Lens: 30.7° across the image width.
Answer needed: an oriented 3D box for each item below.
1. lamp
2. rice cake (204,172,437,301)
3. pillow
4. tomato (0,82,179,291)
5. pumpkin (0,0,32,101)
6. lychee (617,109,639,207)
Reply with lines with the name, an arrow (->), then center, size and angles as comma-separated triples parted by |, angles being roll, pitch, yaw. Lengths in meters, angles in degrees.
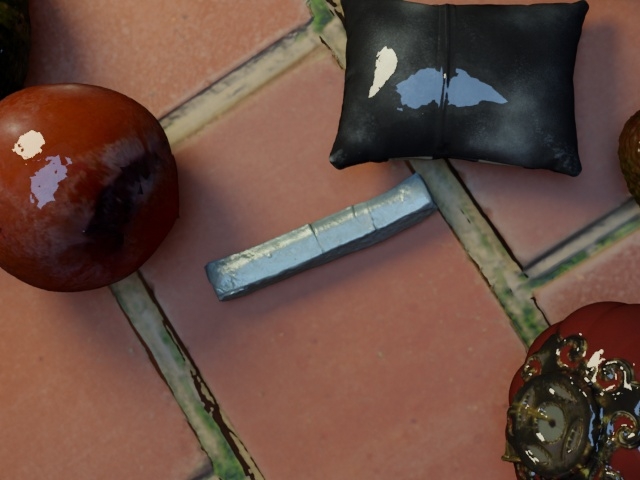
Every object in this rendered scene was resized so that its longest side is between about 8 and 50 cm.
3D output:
lamp -> 0.276, 0.168, 1.057 | 0.227, 0.227, 0.227 | -1, 86, 8
rice cake -> 0.000, 0.000, 1.182 | 0.245, 0.042, 0.045 | -22, 72, 4
pillow -> 0.137, -0.156, 1.144 | 0.250, 0.106, 0.186 | 2, 79, 5
tomato -> -0.236, -0.051, 1.133 | 0.184, 0.208, 0.208 | 8, 87, 27
pumpkin -> -0.444, -0.226, 1.167 | 0.320, 0.192, 0.320 | 2, 69, -5
lychee -> 0.339, -0.083, 1.110 | 0.114, 0.114, 0.146 | -2, 105, 7
